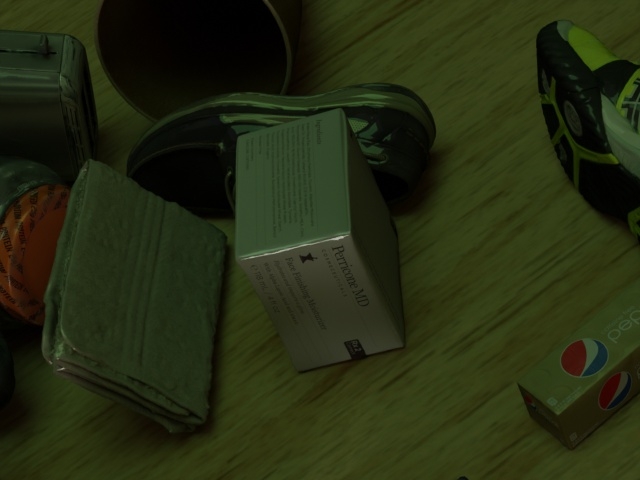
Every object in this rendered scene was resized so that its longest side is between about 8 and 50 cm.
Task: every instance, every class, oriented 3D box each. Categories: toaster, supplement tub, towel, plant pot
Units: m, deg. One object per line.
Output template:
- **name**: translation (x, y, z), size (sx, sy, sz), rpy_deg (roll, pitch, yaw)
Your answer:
- **toaster**: translation (-0.346, -0.149, 1.961), size (0.147, 0.227, 0.129), rpy_deg (-1, 46, 0)
- **supplement tub**: translation (-0.403, -0.010, 1.848), size (0.316, 0.193, 0.193), rpy_deg (14, 56, 34)
- **towel**: translation (-0.187, 0.057, 1.702), size (0.049, 0.187, 0.282), rpy_deg (-40, 30, 36)
- **plant pot**: translation (-0.119, -0.289, 1.984), size (0.237, 0.237, 0.254), rpy_deg (-6, 33, 20)

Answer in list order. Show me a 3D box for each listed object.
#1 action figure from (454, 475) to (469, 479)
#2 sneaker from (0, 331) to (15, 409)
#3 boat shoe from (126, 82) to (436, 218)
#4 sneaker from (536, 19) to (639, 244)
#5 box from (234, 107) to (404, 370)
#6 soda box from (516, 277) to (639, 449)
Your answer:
- **action figure**: translation (-0.005, 0.347, 1.359), size (0.341, 0.178, 0.330), rpy_deg (-18, 37, 14)
- **sneaker**: translation (-0.447, 0.143, 1.754), size (0.286, 0.109, 0.130), rpy_deg (-1, 9, 33)
- **boat shoe**: translation (-0.053, -0.081, 1.797), size (0.355, 0.132, 0.130), rpy_deg (-10, 43, 18)
- **sneaker**: translation (0.341, -0.089, 1.634), size (0.147, 0.145, 0.384), rpy_deg (-25, 53, -10)
- **box**: translation (0.000, 0.000, 1.657), size (0.119, 0.181, 0.182), rpy_deg (-15, 44, 13)
- **soda box**: translation (0.271, 0.105, 1.519), size (0.181, 0.058, 0.061), rpy_deg (-39, 44, -12)
